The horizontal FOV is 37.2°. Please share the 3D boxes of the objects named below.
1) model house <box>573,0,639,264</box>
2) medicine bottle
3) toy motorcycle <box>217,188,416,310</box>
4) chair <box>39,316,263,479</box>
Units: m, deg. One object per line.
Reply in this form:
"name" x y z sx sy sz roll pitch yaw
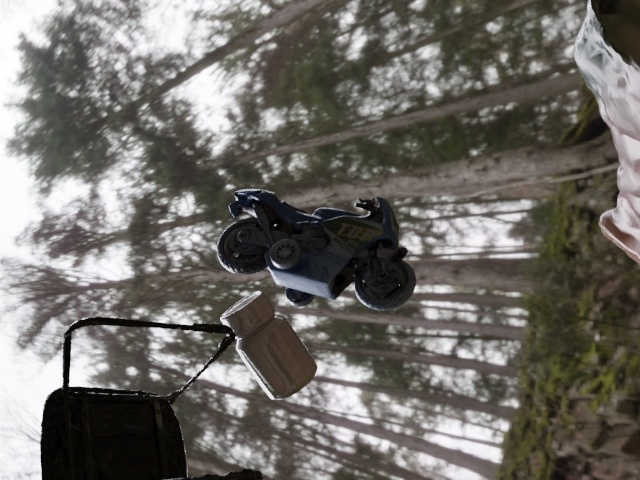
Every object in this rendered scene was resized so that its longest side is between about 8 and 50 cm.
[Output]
"model house" 0.251 -0.038 0.414 0.237 0.202 0.237 -43 -33 -15
"medicine bottle" -0.045 0.092 0.832 0.052 0.052 0.089 -37 -81 -23
"toy motorcycle" 0.000 0.000 1.082 0.135 0.254 0.092 -63 -27 -28
"chair" -0.163 0.179 0.795 0.145 0.221 0.140 6 -126 -29
